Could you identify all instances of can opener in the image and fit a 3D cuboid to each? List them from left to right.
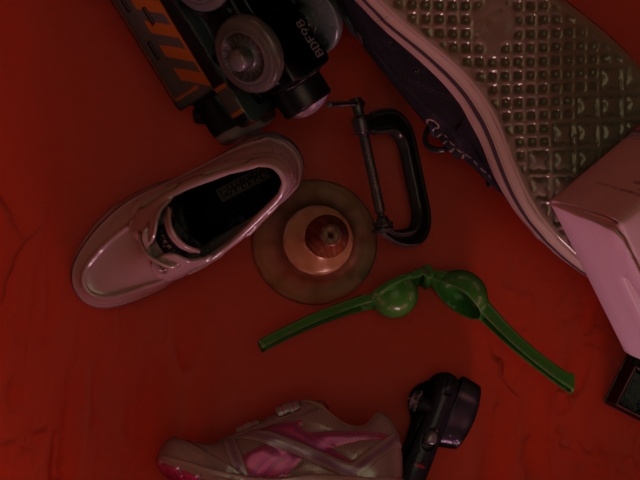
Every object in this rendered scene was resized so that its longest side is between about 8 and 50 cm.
[{"bbox_3d":[0.096,0.215,1.871,0.073,0.059,0.186,25,87,-3],"label":"can opener"}]

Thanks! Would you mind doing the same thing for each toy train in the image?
[{"bbox_3d":[-0.121,-0.249,1.817,0.142,0.190,0.334,-38,98,-43],"label":"toy train"}]

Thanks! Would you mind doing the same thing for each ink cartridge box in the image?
[{"bbox_3d":[0.381,-0.032,1.802,0.278,0.117,0.201,-39,118,-16],"label":"ink cartridge box"}]

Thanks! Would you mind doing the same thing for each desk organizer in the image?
[{"bbox_3d":[0.335,0.115,1.891,0.047,0.050,0.130,27,87,-2],"label":"desk organizer"}]

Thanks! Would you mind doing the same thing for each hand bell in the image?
[{"bbox_3d":[0.000,0.000,1.781,0.126,0.242,0.126,0,89,-3],"label":"hand bell"}]

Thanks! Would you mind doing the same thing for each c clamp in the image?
[{"bbox_3d":[0.059,-0.066,1.855,0.022,0.137,0.160,-13,94,35],"label":"c clamp"}]

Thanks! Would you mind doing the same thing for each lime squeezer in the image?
[{"bbox_3d":[0.097,0.078,1.872,0.310,0.059,0.110,8,82,-2],"label":"lime squeezer"}]

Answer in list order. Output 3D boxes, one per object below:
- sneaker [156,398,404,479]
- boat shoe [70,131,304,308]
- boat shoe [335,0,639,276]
[{"bbox_3d":[-0.032,0.210,1.851,0.252,0.103,0.111,6,65,5],"label":"sneaker"},{"bbox_3d":[-0.134,-0.009,1.818,0.267,0.088,0.096,-27,101,16],"label":"boat shoe"},{"bbox_3d":[0.177,-0.157,1.844,0.187,0.156,0.500,-46,106,-8],"label":"boat shoe"}]
